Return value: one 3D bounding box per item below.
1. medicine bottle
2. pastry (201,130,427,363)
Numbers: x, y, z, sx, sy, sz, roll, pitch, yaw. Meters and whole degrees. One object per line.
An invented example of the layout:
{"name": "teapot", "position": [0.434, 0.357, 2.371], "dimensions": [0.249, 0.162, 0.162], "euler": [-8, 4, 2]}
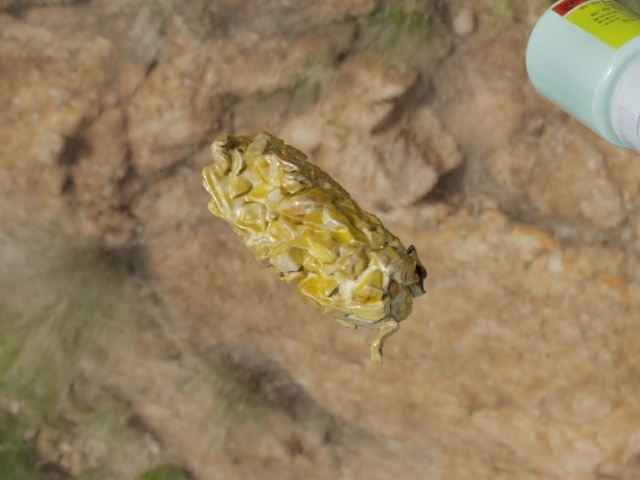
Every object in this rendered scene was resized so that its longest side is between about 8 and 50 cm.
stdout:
{"name": "medicine bottle", "position": [0.340, -0.183, 1.752], "dimensions": [0.139, 0.225, 0.139], "euler": [-12, 122, -21]}
{"name": "pastry", "position": [0.000, 0.000, 1.431], "dimensions": [0.250, 0.102, 0.154], "euler": [42, -175, 23]}
